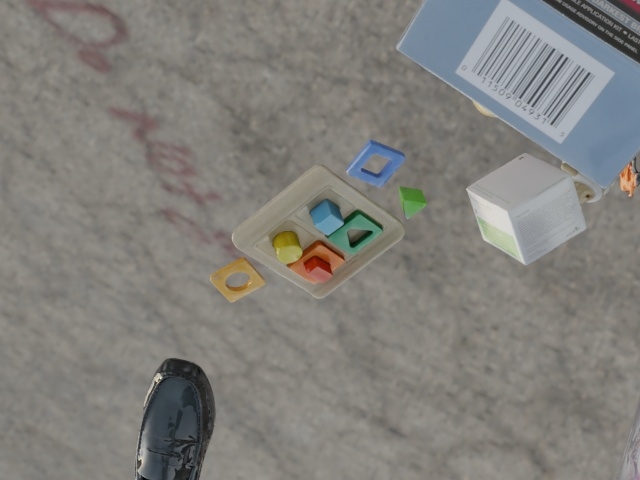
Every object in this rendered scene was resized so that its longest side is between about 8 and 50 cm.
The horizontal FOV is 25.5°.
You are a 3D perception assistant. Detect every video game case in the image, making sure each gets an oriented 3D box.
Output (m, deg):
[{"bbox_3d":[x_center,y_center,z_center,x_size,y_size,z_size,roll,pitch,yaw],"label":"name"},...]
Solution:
[{"bbox_3d":[0.415,0.227,1.724,0.026,0.196,0.274,21,155,4],"label":"video game case"}]

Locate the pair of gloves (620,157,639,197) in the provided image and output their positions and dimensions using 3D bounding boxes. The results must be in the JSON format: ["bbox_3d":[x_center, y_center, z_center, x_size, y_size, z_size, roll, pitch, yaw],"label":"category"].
[{"bbox_3d":[0.348,-0.058,1.513,0.083,0.010,0.074,49,164,32],"label":"pair of gloves"}]

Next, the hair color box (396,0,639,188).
[{"bbox_3d":[0.227,-0.226,1.093,0.185,0.374,0.113,34,137,2],"label":"hair color box"}]

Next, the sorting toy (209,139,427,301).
[{"bbox_3d":[0.000,0.000,2.019,0.348,0.047,0.196,-38,131,20],"label":"sorting toy"}]

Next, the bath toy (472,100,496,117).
[{"bbox_3d":[0.237,-0.221,1.729,0.129,0.151,0.348,35,-172,-6],"label":"bath toy"}]

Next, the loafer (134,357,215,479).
[{"bbox_3d":[-0.155,0.222,1.485,0.076,0.078,0.223,12,124,3],"label":"loafer"}]

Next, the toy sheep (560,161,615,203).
[{"bbox_3d":[0.394,-0.106,2.079,0.091,0.132,0.091,28,158,12],"label":"toy sheep"}]

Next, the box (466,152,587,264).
[{"bbox_3d":[0.259,-0.041,1.779,0.101,0.102,0.087,36,152,56],"label":"box"}]
